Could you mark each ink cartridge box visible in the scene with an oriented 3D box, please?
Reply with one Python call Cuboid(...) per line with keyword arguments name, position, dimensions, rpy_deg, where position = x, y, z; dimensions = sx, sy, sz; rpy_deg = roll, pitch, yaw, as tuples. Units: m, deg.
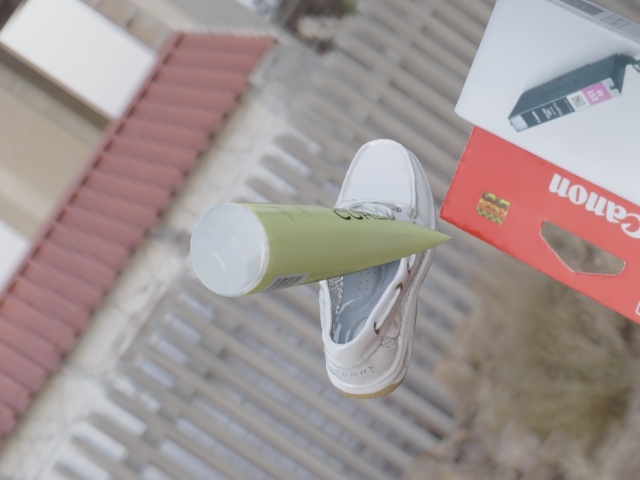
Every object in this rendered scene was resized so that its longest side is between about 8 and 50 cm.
Cuboid(name="ink cartridge box", position=(0.237, -0.057, 1.341), dimensions=(0.060, 0.275, 0.238), rpy_deg=(-25, -40, -58))

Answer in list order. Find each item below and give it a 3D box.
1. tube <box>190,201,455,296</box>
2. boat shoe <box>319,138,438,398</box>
Cuboid(name="tube", position=(0.000, 0.000, 1.124), dimensions=(0.062, 0.070, 0.240), rpy_deg=(-51, -22, 22))
Cuboid(name="boat shoe", position=(0.048, 0.005, 1.473), dimensions=(0.096, 0.098, 0.277), rpy_deg=(65, -156, -50))
